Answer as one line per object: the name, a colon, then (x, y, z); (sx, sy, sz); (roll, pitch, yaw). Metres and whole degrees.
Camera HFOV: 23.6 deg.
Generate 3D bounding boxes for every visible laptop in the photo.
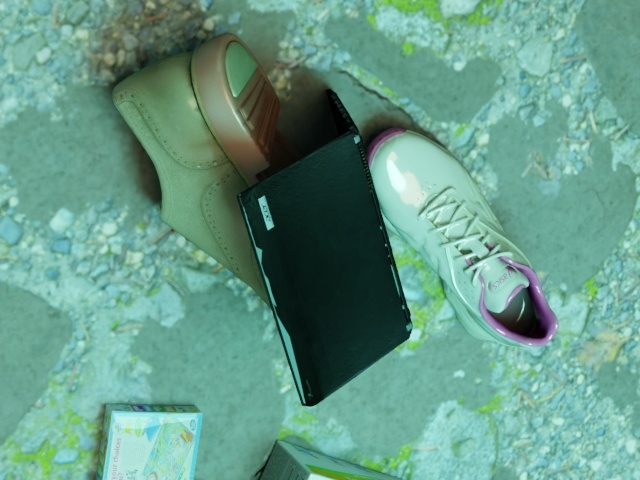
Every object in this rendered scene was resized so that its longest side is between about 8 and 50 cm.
laptop: (0.000, 0.000, 1.560); (0.137, 0.264, 0.234); (-17, 111, -2)

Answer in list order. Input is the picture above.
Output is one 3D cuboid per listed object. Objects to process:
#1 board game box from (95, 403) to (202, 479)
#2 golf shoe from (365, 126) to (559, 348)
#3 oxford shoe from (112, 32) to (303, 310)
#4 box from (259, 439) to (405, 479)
board game box: (-0.190, 0.254, 1.657); (0.103, 0.026, 0.154); (4, 102, -24)
golf shoe: (0.164, 0.001, 1.680); (0.115, 0.140, 0.306); (-43, 115, -6)
oxford shoe: (-0.082, -0.032, 1.593); (0.146, 0.140, 0.397); (-13, 122, 18)
box: (0.032, 0.318, 1.727); (0.203, 0.103, 0.114); (22, 95, -27)
